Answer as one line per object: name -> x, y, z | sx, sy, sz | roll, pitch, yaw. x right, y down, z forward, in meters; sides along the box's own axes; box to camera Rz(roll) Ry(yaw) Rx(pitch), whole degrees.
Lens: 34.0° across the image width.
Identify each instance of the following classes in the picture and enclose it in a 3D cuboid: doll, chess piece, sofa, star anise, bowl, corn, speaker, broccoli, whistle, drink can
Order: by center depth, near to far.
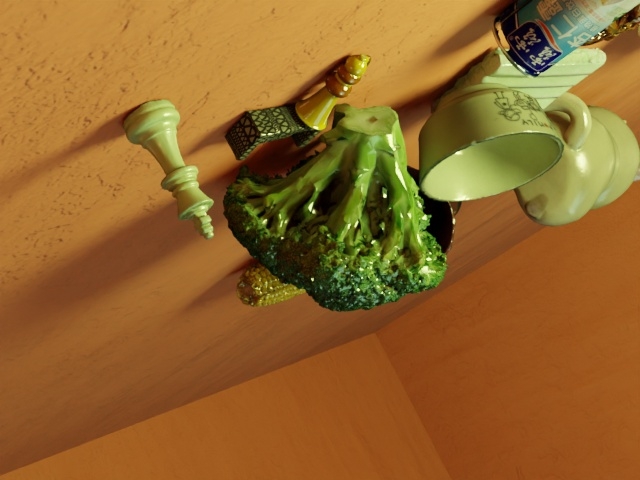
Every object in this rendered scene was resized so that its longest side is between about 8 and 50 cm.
chess piece -> -0.143, -0.068, 1.057 | 0.059, 0.149, 0.059 | -28, 168, -7
whistle -> 0.026, -0.179, 1.234 | 0.057, 0.046, 0.109 | 8, 140, -47
drink can -> 0.324, -0.299, 1.255 | 0.235, 0.097, 0.097 | -36, 166, 35
sofa -> -0.053, -0.133, 1.260 | 0.118, 0.039, 0.060 | -16, 165, -45
broccoli -> 0.027, -0.041, 1.387 | 0.307, 0.308, 0.275 | -20, 132, -34
bowl -> 0.229, -0.148, 1.477 | 0.211, 0.112, 0.211 | -11, 161, -4
star anise -> 0.414, -0.317, 1.484 | 0.167, 0.057, 0.168 | -27, 168, -6
speaker -> 0.187, -0.098, 1.859 | 0.329, 0.198, 0.259 | -37, 144, -64
doll -> 0.472, -0.151, 1.980 | 0.226, 0.215, 0.370 | -49, 159, 20
corn -> -0.029, 0.049, 2.008 | 0.293, 0.106, 0.106 | -19, 166, -30

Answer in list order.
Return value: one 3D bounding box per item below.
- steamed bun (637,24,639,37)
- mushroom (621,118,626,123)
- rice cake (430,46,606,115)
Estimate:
steamed bun -> 0.651, -0.344, 1.635 | 0.200, 0.170, 0.225 | -12, 160, -38
mushroom -> 0.538, -0.210, 2.193 | 0.212, 0.088, 0.097 | -24, -158, 12
rice cake -> 0.288, -0.227, 1.533 | 0.198, 0.037, 0.189 | -2, 157, -36
